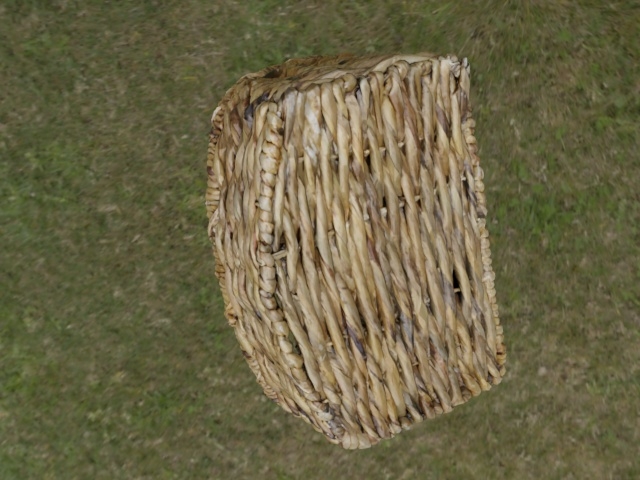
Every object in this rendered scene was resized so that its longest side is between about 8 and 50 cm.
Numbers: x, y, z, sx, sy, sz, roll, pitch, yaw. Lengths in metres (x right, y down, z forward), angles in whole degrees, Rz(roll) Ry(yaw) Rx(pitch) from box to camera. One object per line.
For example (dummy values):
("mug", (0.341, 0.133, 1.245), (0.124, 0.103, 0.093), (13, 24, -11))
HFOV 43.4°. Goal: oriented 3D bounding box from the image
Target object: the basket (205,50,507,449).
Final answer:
("basket", (0.000, 0.000, 0.695), (0.213, 0.223, 0.299), (-20, 110, -24))
